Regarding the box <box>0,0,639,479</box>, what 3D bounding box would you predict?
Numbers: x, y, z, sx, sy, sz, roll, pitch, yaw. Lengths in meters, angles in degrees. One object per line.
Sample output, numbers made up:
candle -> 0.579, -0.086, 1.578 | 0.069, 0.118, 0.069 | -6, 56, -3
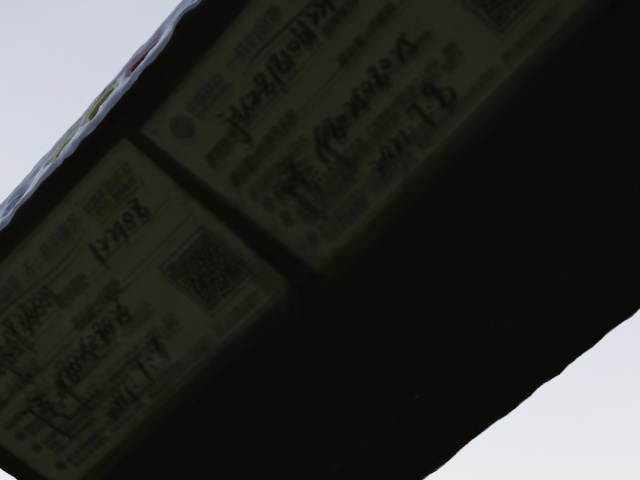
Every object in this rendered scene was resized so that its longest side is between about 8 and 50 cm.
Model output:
box -> 0.000, 0.000, 0.491 | 0.211, 0.058, 0.350 | 41, -65, -16
